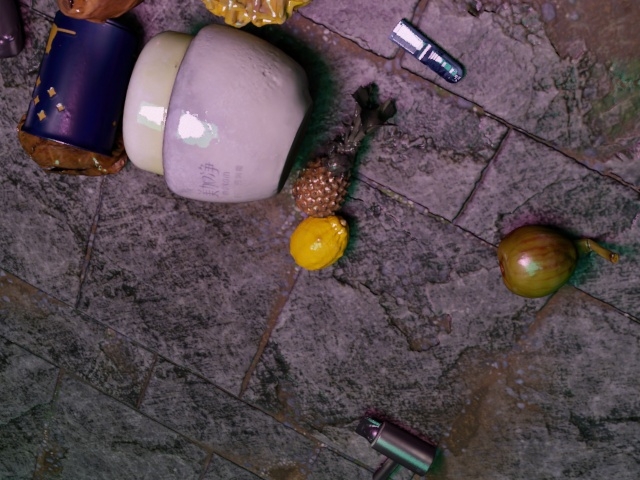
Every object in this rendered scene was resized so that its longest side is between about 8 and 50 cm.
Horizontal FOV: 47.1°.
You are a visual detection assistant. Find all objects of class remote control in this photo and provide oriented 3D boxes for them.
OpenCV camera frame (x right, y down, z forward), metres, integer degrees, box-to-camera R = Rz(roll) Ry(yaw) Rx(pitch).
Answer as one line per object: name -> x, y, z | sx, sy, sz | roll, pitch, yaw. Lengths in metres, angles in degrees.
remote control -> 0.195, -0.339, 1.329 | 0.152, 0.027, 0.043 | 37, 129, -1

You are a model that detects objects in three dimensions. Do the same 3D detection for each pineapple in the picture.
pineapple -> 0.049, -0.169, 1.436 | 0.119, 0.130, 0.277 | 53, 130, 22

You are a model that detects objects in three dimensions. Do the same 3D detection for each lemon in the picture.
lemon -> 0.000, 0.000, 1.546 | 0.114, 0.114, 0.155 | 42, 128, -6

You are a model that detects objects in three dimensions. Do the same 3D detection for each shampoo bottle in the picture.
shampoo bottle -> -0.180, -0.229, 1.356 | 0.317, 0.322, 0.322 | 12, 123, -2

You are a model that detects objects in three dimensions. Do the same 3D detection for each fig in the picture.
fig -> 0.432, 0.026, 1.402 | 0.186, 0.148, 0.142 | -31, 92, -7

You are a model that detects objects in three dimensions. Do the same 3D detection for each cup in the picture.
cup -> -0.503, -0.322, 1.462 | 0.255, 0.178, 0.256 | 16, 93, 22

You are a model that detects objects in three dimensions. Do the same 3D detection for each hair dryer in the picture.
hair dryer -> 0.153, 0.555, 1.851 | 0.196, 0.078, 0.248 | 29, 130, 4

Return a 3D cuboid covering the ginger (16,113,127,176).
ginger -> -0.542, -0.204, 1.634 | 0.309, 0.107, 0.133 | 10, 121, 18

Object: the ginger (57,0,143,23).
ginger -> -0.388, -0.505, 1.317 | 0.269, 0.223, 0.200 | 54, 143, 32

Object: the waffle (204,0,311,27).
waffle -> -0.133, -0.521, 1.267 | 0.324, 0.151, 0.261 | 35, 122, 1

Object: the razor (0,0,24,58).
razor -> -0.728, -0.535, 1.497 | 0.189, 0.107, 0.326 | -1, 119, 2
